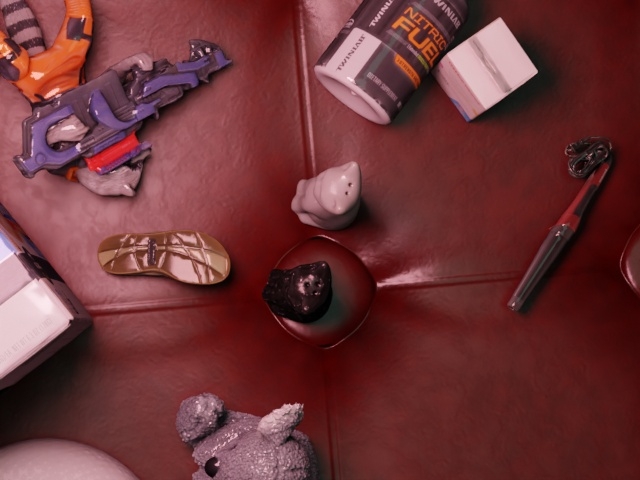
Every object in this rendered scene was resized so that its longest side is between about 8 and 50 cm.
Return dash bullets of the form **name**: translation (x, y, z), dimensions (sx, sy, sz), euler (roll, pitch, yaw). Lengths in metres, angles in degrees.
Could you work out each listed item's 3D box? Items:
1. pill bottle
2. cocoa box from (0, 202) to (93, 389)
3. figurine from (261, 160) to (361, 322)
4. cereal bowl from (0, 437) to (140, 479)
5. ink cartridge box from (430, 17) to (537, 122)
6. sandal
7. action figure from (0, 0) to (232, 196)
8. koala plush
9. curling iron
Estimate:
- **pill bottle**: translation (0.111, -0.287, 1.792), dimensions (0.130, 0.130, 0.245), euler (36, 84, -3)
- **cocoa box**: translation (-0.440, 0.078, 1.605), dimensions (0.231, 0.347, 0.228), euler (-38, 91, -6)
- **figurine**: translation (0.000, 0.000, 1.725), dimensions (0.092, 0.209, 0.214), euler (18, 85, -5)
- **cereal bowl**: translation (-0.356, 0.427, 1.702), dimensions (0.339, 0.141, 0.338), euler (0, 87, -5)
- **ink cartridge box**: translation (0.220, -0.228, 1.794), dimensions (0.090, 0.143, 0.092), euler (-36, 92, -7)
- **sandal**: translation (-0.207, 0.023, 1.787), dimensions (0.180, 0.049, 0.072), euler (2, 81, 9)
- **action figure**: translation (-0.302, -0.215, 1.761), dimensions (0.341, 0.179, 0.330), euler (-25, 97, -34)
- **koala plush**: translation (-0.075, 0.289, 1.682), dimensions (0.203, 0.221, 0.196), euler (10, 74, -14)
- **curling iron**: translation (0.326, -0.025, 1.850), dimensions (0.068, 0.035, 0.274), euler (27, 84, 0)
